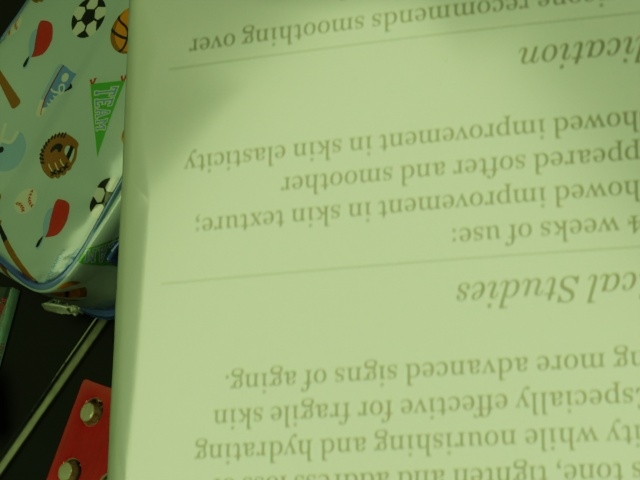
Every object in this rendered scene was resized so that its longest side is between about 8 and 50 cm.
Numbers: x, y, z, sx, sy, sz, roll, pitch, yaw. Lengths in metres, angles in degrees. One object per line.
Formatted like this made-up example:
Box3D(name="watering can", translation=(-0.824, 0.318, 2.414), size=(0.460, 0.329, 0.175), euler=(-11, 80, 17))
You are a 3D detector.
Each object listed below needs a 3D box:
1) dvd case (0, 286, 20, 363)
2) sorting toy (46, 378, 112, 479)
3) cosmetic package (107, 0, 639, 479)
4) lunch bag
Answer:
Box3D(name="dvd case", translation=(-0.312, 0.079, 1.652), size=(0.119, 0.013, 0.087), euler=(2, 73, 41))
Box3D(name="sorting toy", translation=(-0.108, 0.229, 1.365), size=(0.255, 0.089, 0.257), euler=(15, 81, 42))
Box3D(name="cosmetic package", translation=(0.101, 0.074, 1.004), size=(0.329, 0.327, 0.394), euler=(-4, 73, 19))
Box3D(name="lunch bag", translation=(-0.174, -0.089, 1.541), size=(0.243, 0.115, 0.303), euler=(29, 91, 41))
